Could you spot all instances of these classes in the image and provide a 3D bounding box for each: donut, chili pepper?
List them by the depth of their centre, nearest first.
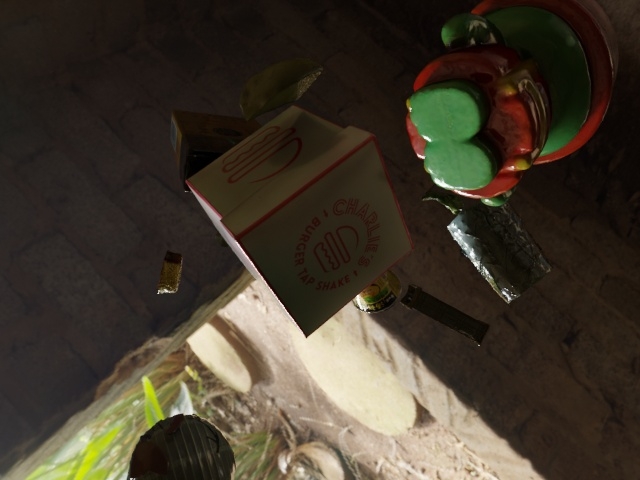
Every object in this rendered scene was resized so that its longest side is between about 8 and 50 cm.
[{"bbox_3d":[0.233,-0.077,0.903,0.091,0.034,0.030,31,-174,41],"label":"chili pepper"},{"bbox_3d":[-0.455,0.097,1.455,0.059,0.140,0.140,9,150,-13],"label":"donut"}]

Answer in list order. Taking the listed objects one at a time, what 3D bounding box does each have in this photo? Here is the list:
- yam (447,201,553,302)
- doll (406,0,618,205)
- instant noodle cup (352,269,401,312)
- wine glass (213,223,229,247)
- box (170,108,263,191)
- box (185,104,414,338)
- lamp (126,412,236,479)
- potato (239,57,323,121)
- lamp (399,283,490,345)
[{"bbox_3d":[0.640,0.027,1.694,0.348,0.241,0.241,58,151,13],"label":"yam"},{"bbox_3d":[0.225,-0.178,0.513,0.160,0.363,0.182,-9,115,42],"label":"doll"},{"bbox_3d":[0.136,0.108,1.324,0.151,0.151,0.122,17,150,41],"label":"instant noodle cup"},{"bbox_3d":[-0.285,-0.048,1.411,0.198,0.066,0.066,-124,10,-61],"label":"wine glass"},{"bbox_3d":[-0.257,-0.244,1.299,0.415,0.264,0.115,-127,45,-57],"label":"box"},{"bbox_3d":[-0.042,-0.052,1.000,0.300,0.312,0.314,38,163,47],"label":"box"},{"bbox_3d":[-0.305,0.500,1.040,0.233,0.233,0.265,41,143,13],"label":"lamp"},{"bbox_3d":[-0.087,-0.311,0.923,0.081,0.149,0.120,56,146,-1],"label":"potato"},{"bbox_3d":[0.456,0.271,1.756,0.325,0.090,0.089,29,179,-10],"label":"lamp"}]
